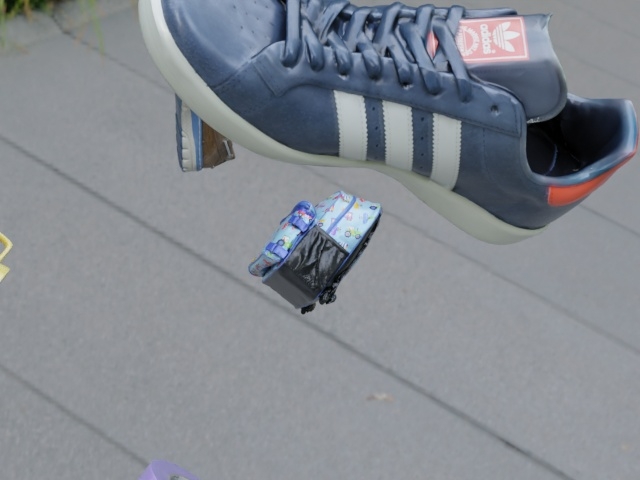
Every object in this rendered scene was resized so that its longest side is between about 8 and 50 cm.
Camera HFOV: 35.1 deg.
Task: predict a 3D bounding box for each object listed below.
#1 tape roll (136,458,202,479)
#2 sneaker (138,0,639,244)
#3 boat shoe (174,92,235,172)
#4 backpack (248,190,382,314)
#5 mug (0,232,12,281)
[{"bbox_3d":[-0.170,0.375,1.311,0.189,0.080,0.189,40,0,0],"label":"tape roll"},{"bbox_3d":[0.062,-0.110,0.645,0.350,0.148,0.131,18,57,-32],"label":"sneaker"},{"bbox_3d":[-0.107,-0.146,0.981,0.066,0.183,0.066,-8,51,-14],"label":"boat shoe"},{"bbox_3d":[0.000,0.000,1.391,0.117,0.158,0.173,38,74,-4],"label":"backpack"},{"bbox_3d":[-0.298,0.026,0.835,0.064,0.062,0.078,37,27,-11],"label":"mug"}]
